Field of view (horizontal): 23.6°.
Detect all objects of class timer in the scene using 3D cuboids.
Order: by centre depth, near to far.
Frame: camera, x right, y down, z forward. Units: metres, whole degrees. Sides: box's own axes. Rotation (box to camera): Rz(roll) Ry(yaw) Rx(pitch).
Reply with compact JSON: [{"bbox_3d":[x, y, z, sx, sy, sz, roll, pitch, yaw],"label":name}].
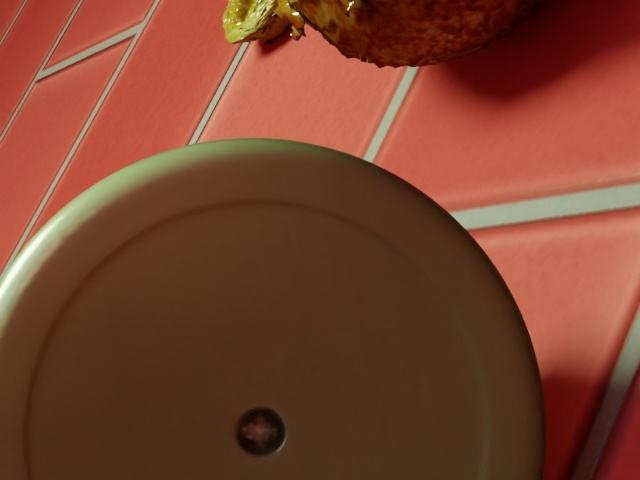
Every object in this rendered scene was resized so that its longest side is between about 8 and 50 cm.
[{"bbox_3d":[-0.048,0.105,0.888,0.291,0.291,0.315,-59,4,-8],"label":"timer"}]

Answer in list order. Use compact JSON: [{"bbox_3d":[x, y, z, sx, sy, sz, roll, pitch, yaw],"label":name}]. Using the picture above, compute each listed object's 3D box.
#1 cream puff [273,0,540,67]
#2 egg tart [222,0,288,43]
[{"bbox_3d":[0.092,-0.281,1.107,0.350,0.229,0.350,-172,90,-65],"label":"cream puff"},{"bbox_3d":[-0.052,-0.246,1.553,0.130,0.052,0.130,-41,29,28],"label":"egg tart"}]
